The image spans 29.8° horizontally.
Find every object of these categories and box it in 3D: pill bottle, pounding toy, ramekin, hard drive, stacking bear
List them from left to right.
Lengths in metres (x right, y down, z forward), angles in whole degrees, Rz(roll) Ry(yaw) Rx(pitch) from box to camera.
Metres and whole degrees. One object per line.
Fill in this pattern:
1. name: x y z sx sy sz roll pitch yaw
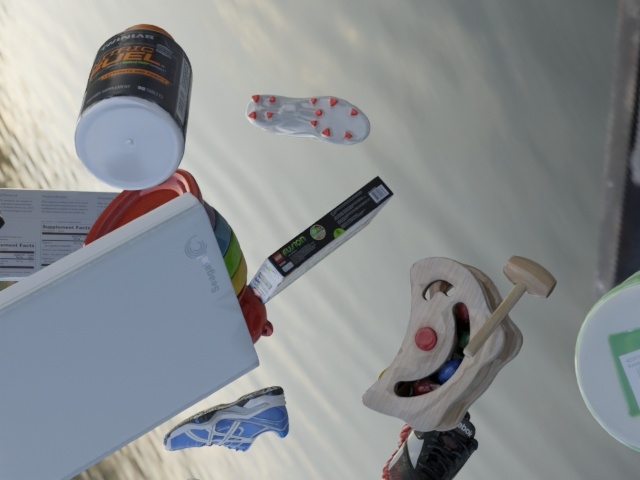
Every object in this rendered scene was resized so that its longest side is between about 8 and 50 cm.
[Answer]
1. hard drive: -0.216 0.111 1.090 0.040 0.307 0.203 39 153 49
2. pill bottle: -0.225 -0.178 1.485 0.245 0.130 0.130 -94 -9 -55
3. stacking bear: -0.173 0.053 1.698 0.175 0.164 0.289 -10 132 26
4. pounding toy: 0.142 0.104 1.441 0.154 0.269 0.155 43 -168 25
5. ramekin: 0.536 0.183 1.821 0.303 0.148 0.303 3 95 33

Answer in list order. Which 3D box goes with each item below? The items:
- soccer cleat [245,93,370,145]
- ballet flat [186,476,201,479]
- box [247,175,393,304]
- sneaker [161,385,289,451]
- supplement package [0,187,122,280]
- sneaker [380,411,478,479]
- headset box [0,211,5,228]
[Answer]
1. soccer cleat: -0.014 -0.175 1.742 0.196 0.068 0.076 12 173 21
2. ballet flat: -0.270 0.497 2.176 0.124 0.342 0.116 -87 -24 -53
3. box: 0.000 0.000 1.626 0.036 0.207 0.114 50 153 6
4. sneaker: -0.148 0.298 1.885 0.080 0.211 0.081 -32 -77 -81
5. supplement package: -0.412 -0.007 1.922 0.204 0.262 0.145 179 93 -75
6. sneaker: 0.169 0.326 1.814 0.097 0.135 0.276 41 -155 -3
7. headset box: -0.574 -0.034 1.468 0.293 0.218 0.110 37 -178 -28
